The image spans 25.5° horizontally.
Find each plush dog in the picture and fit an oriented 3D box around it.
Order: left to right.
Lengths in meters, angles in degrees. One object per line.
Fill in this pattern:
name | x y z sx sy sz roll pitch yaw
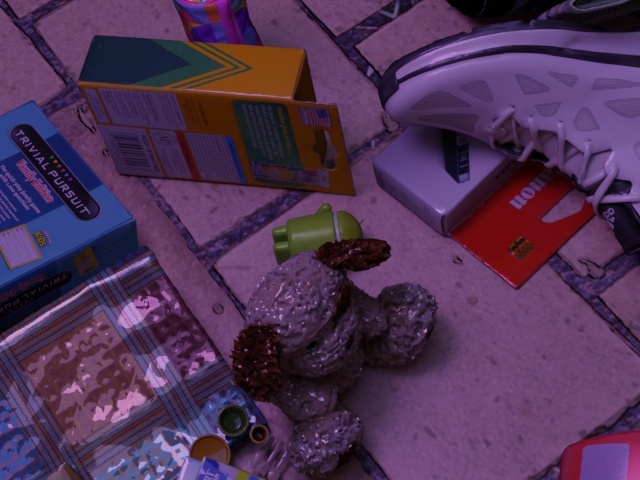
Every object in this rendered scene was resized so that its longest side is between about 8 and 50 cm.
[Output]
plush dog | -0.013 0.098 1.588 0.211 0.225 0.262 28 68 23

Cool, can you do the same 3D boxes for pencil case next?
pencil case | -0.120 -0.255 1.820 0.104 0.236 0.104 -8 51 10

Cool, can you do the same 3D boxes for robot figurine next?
robot figurine | 0.000 0.000 1.738 0.115 0.067 0.101 -10 50 3

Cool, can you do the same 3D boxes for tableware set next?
tableware set | -0.109 0.266 1.596 0.104 0.024 0.154 34 74 3

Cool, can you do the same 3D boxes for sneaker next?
sneaker | 0.297 -0.111 1.654 0.448 0.169 0.257 -3 74 -1

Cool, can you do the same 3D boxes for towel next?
towel | -0.283 0.208 1.625 0.370 0.040 0.271 -34 82 -11
towel | 0.392 -0.301 1.732 0.248 0.325 0.038 -17 94 -1

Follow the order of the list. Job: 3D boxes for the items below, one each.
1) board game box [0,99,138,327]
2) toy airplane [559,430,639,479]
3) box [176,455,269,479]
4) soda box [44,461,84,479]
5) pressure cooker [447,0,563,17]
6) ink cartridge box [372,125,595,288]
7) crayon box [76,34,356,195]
board game box | -0.438 -0.009 1.768 0.336 0.079 0.254 -29 58 -24
toy airplane | 0.480 0.258 1.386 0.384 0.272 0.386 -32 59 -11
box | -0.084 0.311 1.550 0.178 0.042 0.109 21 70 2
soda box | -0.326 0.323 1.542 0.181 0.061 0.058 -42 85 -13
pressure cooker | 0.306 -0.525 1.823 0.420 0.375 0.370 -28 56 -7
ink cartridge box | 0.243 -0.106 1.768 0.275 0.060 0.239 -42 61 -16
crayon box | -0.117 -0.155 1.771 0.323 0.203 0.083 6 60 12
